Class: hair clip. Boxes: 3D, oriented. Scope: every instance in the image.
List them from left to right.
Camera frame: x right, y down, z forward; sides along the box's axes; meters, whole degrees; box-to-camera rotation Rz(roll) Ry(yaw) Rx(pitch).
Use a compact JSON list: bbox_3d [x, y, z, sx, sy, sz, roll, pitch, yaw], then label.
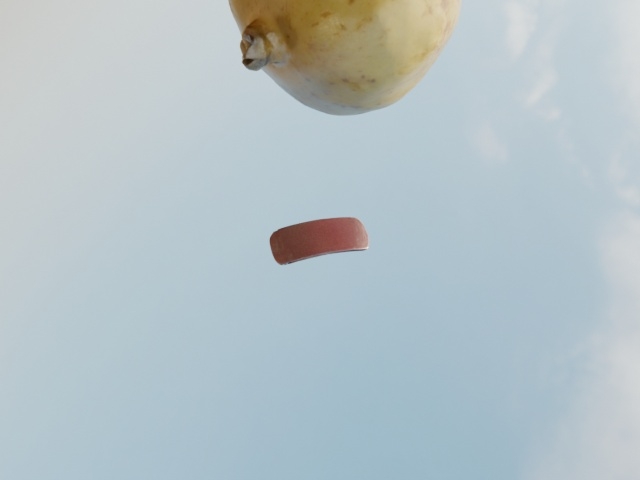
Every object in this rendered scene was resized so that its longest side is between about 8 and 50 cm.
[{"bbox_3d":[0.001,-0.001,1.243,0.022,0.137,0.054,107,-30,-61],"label":"hair clip"}]

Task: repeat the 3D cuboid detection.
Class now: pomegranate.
[{"bbox_3d":[0.015,-0.322,1.226,0.342,0.342,0.342,-38,-152,24],"label":"pomegranate"}]
